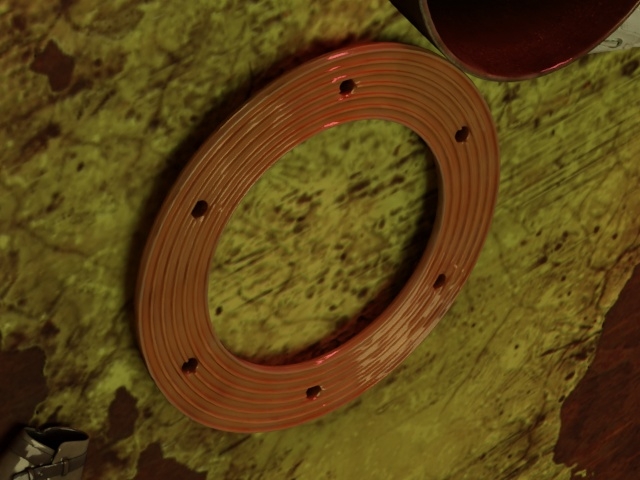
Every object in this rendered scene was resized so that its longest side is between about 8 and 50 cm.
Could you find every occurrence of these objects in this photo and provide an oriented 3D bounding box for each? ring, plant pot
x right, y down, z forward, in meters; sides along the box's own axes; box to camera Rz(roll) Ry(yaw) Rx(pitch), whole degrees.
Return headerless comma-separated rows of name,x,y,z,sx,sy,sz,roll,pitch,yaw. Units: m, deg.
ring,0.000,0.000,1.322,0.336,0.032,0.336,-23,133,-27
plant pot,0.075,-0.243,1.054,0.215,0.230,0.215,-23,133,-27

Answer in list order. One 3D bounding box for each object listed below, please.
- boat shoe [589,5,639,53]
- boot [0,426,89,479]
boat shoe,0.189,-0.184,1.310,0.277,0.098,0.096,12,127,-40
boot,-0.191,0.180,1.279,0.118,0.042,0.087,11,109,-45
